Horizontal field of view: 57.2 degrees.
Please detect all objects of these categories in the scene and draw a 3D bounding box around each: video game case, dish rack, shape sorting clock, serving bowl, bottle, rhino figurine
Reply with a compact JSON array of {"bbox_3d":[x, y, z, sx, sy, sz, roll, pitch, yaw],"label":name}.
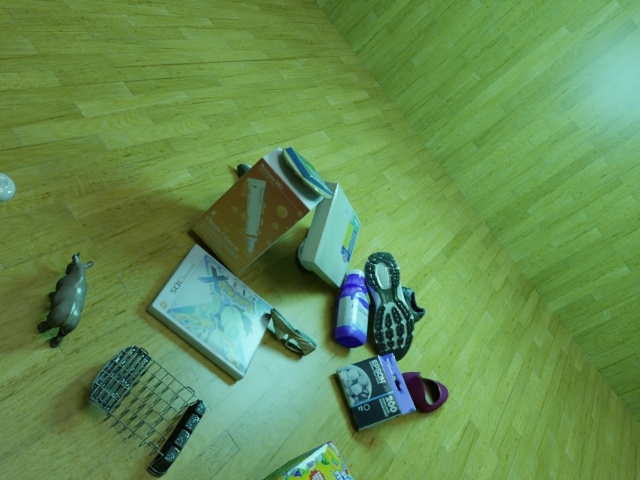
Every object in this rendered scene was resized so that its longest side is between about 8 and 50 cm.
[{"bbox_3d":[-0.304,0.202,1.717,0.329,0.036,0.300,42,34,-14],"label":"video game case"},{"bbox_3d":[-0.410,0.388,1.386,0.271,0.074,0.208,43,33,-9],"label":"dish rack"},{"bbox_3d":[-0.042,-0.200,1.774,0.206,0.040,0.206,47,12,-13],"label":"shape sorting clock"},{"bbox_3d":[-0.801,-0.139,1.462,0.083,0.027,0.083,32,37,-28],"label":"serving bowl"},{"bbox_3d":[0.116,0.237,2.094,0.118,0.092,0.283,36,46,-32],"label":"bottle"},{"bbox_3d":[-0.592,0.122,1.387,0.073,0.106,0.243,29,40,-31],"label":"rhino figurine"}]

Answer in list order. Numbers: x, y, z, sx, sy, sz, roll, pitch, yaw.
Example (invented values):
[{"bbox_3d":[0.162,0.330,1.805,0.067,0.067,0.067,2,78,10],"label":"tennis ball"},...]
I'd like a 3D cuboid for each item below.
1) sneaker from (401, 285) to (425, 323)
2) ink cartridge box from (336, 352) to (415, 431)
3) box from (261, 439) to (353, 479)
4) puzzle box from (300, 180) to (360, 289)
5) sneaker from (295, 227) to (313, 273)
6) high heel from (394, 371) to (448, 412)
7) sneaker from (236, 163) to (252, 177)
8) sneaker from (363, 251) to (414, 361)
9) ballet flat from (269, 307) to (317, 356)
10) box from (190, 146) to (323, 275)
[{"bbox_3d":[0.308,0.212,2.357,0.300,0.121,0.111,49,33,-2],"label":"sneaker"},{"bbox_3d":[0.182,0.486,1.911,0.208,0.045,0.206,-16,65,-13],"label":"ink cartridge box"},{"bbox_3d":[-0.034,0.700,1.436,0.279,0.177,0.290,-13,69,-55],"label":"box"},{"bbox_3d":[0.045,-0.003,2.022,0.409,0.052,0.272,51,54,-67],"label":"puzzle box"},{"bbox_3d":[-0.001,-0.001,2.174,0.090,0.145,0.270,41,35,-15],"label":"sneaker"},{"bbox_3d":[0.390,0.530,2.095,0.377,0.181,0.127,8,52,-46],"label":"high heel"},{"bbox_3d":[-0.260,-0.210,2.145,0.166,0.065,0.076,54,37,7],"label":"sneaker"},{"bbox_3d":[0.251,0.254,2.228,0.158,0.182,0.410,-6,79,-5],"label":"sneaker"},{"bbox_3d":[-0.098,0.295,1.840,0.206,0.067,0.073,44,-4,-19],"label":"ballet flat"},{"bbox_3d":[-0.196,-0.090,1.827,0.215,0.345,0.168,47,24,-5],"label":"box"}]
